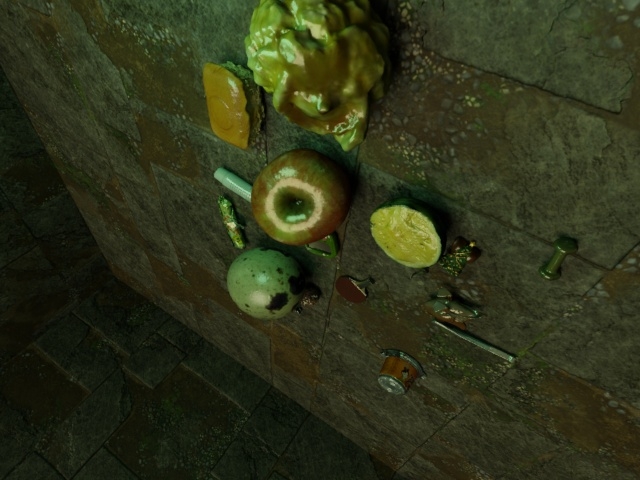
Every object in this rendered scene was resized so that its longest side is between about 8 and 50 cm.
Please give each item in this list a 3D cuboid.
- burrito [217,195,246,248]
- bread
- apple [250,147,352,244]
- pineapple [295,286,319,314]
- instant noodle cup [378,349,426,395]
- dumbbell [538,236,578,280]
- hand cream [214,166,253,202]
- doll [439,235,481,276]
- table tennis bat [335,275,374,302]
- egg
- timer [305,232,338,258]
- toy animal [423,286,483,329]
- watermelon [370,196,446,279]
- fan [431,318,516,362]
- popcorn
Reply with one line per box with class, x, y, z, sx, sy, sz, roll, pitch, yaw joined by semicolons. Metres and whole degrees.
burrito;-0.359;-0.064;1.691;0.104;0.054;0.288;17;138;30
bread;-0.256;-0.398;1.182;0.174;0.121;0.245;27;145;17
apple;-0.051;-0.133;1.192;0.310;0.250;0.277;-10;108;23
pineapple;-0.070;0.257;1.744;0.103;0.083;0.221;48;147;-9
instant noodle cup;0.318;0.558;1.669;0.208;0.125;0.177;17;138;30
dumbbell;0.563;0.045;0.955;0.117;0.052;0.046;89;164;-46
hand cream;-0.249;-0.161;1.482;0.331;0.058;0.085;36;143;7
doll;0.379;0.048;1.108;0.078;0.077;0.113;43;145;12
table tennis bat;0.133;0.180;1.528;0.130;0.019;0.220;46;146;-6
egg;-0.223;0.169;1.614;0.379;0.287;0.287;-4;126;54
timer;0.000;0.000;1.435;0.140;0.047;0.128;16;136;31
toy animal;0.419;0.231;1.271;0.188;0.089;0.179;13;153;33
watermelon;0.253;-0.028;1.098;0.232;0.127;0.204;47;144;-5
fan;0.505;0.330;1.337;0.282;0.023;0.057;25;170;18
popcorn;0.011;-0.371;0.847;0.336;0.274;0.279;17;119;-31
